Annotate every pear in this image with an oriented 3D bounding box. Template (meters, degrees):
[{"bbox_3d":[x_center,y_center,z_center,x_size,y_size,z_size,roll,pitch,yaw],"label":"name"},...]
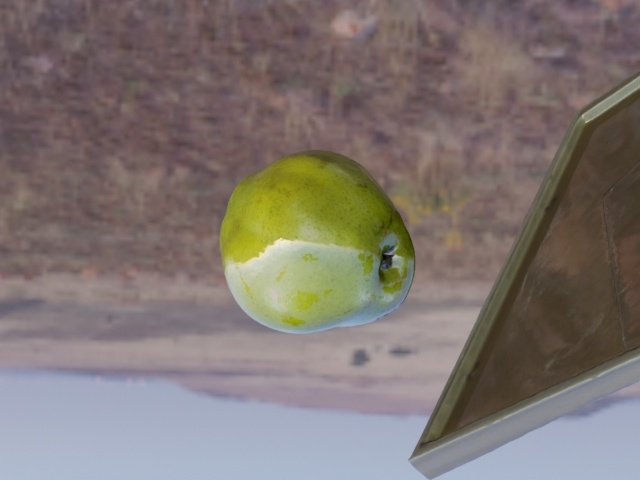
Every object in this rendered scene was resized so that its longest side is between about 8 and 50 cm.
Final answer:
[{"bbox_3d":[0.000,0.000,0.685,0.097,0.092,0.092,17,176,8],"label":"pear"}]

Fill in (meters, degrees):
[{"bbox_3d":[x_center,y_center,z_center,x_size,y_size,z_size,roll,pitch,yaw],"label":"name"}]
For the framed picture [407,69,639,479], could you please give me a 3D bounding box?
[{"bbox_3d":[0.250,-0.026,1.144,0.028,0.446,0.326,40,143,-11],"label":"framed picture"}]
